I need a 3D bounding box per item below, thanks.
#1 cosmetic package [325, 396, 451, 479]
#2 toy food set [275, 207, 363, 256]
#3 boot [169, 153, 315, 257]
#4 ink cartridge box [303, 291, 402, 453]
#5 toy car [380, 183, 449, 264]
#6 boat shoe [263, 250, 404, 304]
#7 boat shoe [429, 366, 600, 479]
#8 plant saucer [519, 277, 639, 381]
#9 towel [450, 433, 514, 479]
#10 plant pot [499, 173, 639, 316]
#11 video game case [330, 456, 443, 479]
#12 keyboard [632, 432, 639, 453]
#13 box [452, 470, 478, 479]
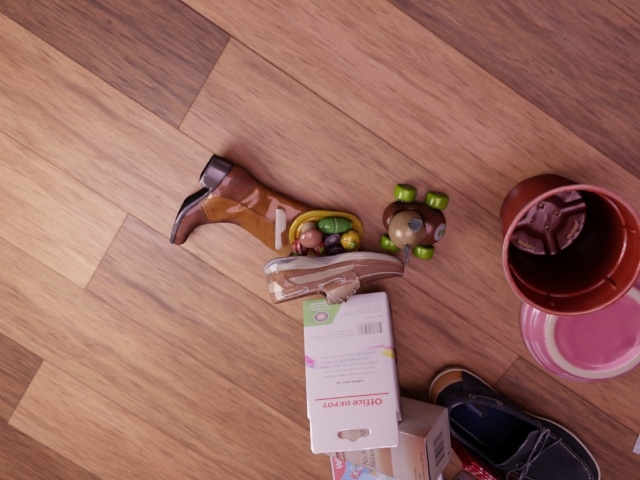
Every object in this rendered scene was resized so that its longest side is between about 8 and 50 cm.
[{"bbox_3d":[0.153,0.465,1.577,0.296,0.129,0.153,5,115,36],"label":"cosmetic package"},{"bbox_3d":[0.000,0.000,1.509,0.218,0.071,0.128,4,124,-13],"label":"toy food set"},{"bbox_3d":[-0.193,-0.039,1.559,0.280,0.096,0.264,30,107,-17],"label":"boot"},{"bbox_3d":[0.075,0.310,1.500,0.207,0.119,0.353,-7,63,9],"label":"ink cartridge box"},{"bbox_3d":[0.210,-0.022,1.449,0.149,0.188,0.155,13,109,2],"label":"toy car"},{"bbox_3d":[0.033,0.093,1.505,0.324,0.123,0.116,-4,79,0],"label":"boat shoe"},{"bbox_3d":[0.484,0.501,1.611,0.500,0.156,0.187,36,106,-8],"label":"boat shoe"},{"bbox_3d":[0.645,0.196,1.532,0.332,0.084,0.332,2,107,5],"label":"plant saucer"},{"bbox_3d":[0.439,0.595,1.623,0.275,0.199,0.031,39,93,-6],"label":"towel"},{"bbox_3d":[0.502,-0.017,1.381,0.272,0.265,0.272,2,109,5],"label":"plant pot"},{"bbox_3d":[0.172,0.622,1.663,0.285,0.025,0.204,-7,92,20],"label":"video game case"},{"bbox_3d":[0.930,0.534,1.652,0.256,0.014,0.072,12,104,2],"label":"keyboard"},{"bbox_3d":[0.460,0.800,1.677,0.345,0.215,0.168,35,108,-5],"label":"box"}]
